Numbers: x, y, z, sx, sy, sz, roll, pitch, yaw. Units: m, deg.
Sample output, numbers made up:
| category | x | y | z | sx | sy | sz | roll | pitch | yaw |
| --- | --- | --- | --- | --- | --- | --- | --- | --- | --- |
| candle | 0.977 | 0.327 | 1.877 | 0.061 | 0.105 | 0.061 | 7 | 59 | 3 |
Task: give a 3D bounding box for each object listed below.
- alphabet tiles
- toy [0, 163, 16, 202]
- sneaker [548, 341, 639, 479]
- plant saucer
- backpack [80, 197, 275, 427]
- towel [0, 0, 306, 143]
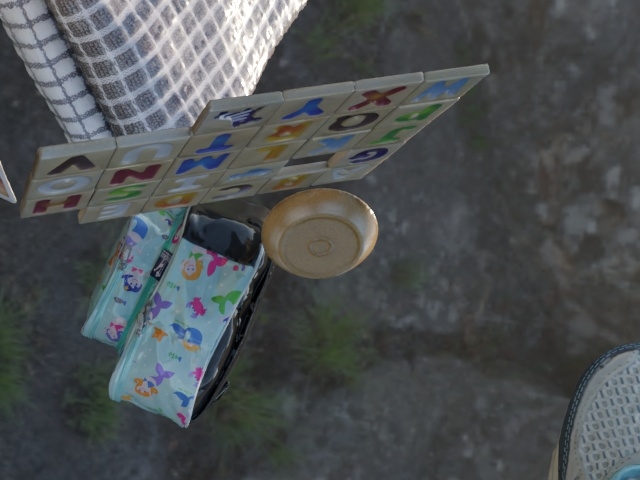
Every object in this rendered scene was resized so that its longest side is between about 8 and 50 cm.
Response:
| category | x | y | z | sx | sy | sz | roll | pitch | yaw |
| --- | --- | --- | --- | --- | --- | --- | --- | --- | --- |
| alphabet tiles | -0.049 | -0.049 | 0.688 | 0.237 | 0.198 | 0.009 | -11 | 80 | -21 |
| toy | -0.259 | -0.125 | 0.675 | 0.056 | 0.137 | 0.237 | -42 | 139 | -32 |
| sneaker | 0.136 | 0.127 | 0.364 | 0.283 | 0.110 | 0.122 | -95 | 175 | -46 |
| plant saucer | 0.000 | 0.000 | 0.850 | 0.015 | 0.083 | 0.083 | -97 | 163 | -49 |
| backpack | -0.158 | 0.073 | 1.352 | 0.225 | 0.191 | 0.253 | -84 | -169 | -79 |
| towel | -0.118 | -0.214 | 0.926 | 0.284 | 0.121 | 0.235 | -60 | 140 | -36 |
